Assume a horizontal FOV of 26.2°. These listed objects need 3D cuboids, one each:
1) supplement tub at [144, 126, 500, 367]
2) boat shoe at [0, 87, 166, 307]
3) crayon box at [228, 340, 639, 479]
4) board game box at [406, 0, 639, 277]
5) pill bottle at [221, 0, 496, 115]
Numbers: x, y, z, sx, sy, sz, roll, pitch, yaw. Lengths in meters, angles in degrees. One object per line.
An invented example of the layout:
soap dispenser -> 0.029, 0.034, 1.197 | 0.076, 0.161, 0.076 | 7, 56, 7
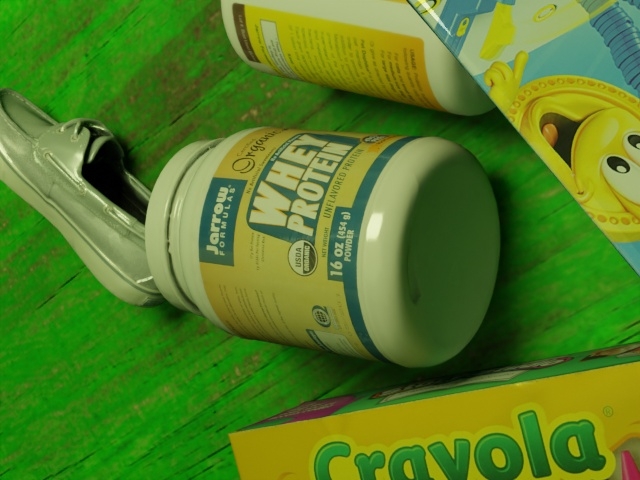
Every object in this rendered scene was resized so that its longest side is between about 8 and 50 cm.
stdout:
supplement tub -> 0.000, 0.000, 0.895 | 0.200, 0.144, 0.144 | 6, 104, 35
boat shoe -> -0.180, -0.052, 1.065 | 0.227, 0.079, 0.081 | 46, 116, 12
crayon box -> 0.139, 0.237, 0.871 | 0.363, 0.106, 0.313 | -16, 91, 37
board game box -> 0.222, -0.139, 0.667 | 0.308, 0.086, 0.302 | -41, 75, 10
pill bottle -> 0.053, -0.143, 0.841 | 0.215, 0.117, 0.117 | 16, 110, 33
